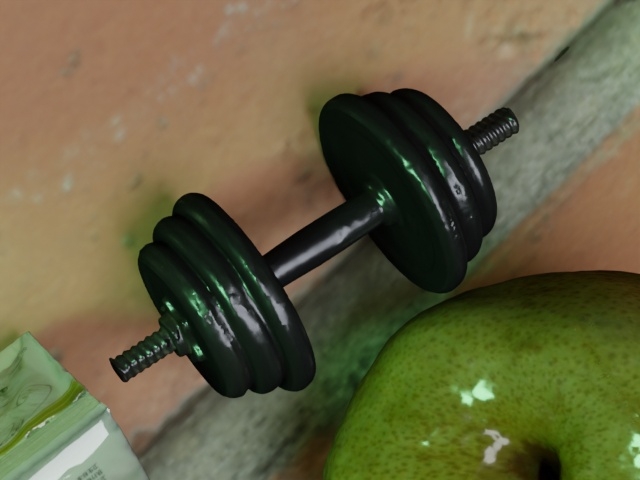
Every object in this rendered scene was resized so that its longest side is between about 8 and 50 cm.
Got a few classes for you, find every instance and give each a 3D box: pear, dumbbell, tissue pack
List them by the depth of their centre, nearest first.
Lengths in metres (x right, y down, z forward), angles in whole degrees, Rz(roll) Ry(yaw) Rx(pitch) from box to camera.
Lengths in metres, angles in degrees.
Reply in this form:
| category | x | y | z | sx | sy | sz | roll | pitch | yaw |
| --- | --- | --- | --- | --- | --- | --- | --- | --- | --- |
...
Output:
| category | x | y | z | sx | sy | sz | roll | pitch | yaw |
| --- | --- | --- | --- | --- | --- | --- | --- | --- | --- |
| tissue pack | -0.142 | 0.130 | 0.763 | 0.149 | 0.099 | 0.106 | -36 | 124 | -15 |
| dumbbell | 0.000 | 0.000 | 0.802 | 0.208 | 0.099 | 0.099 | -33 | 121 | -15 |
| pear | 0.122 | 0.108 | 0.845 | 0.211 | 0.229 | 0.188 | 14 | 71 | -63 |
